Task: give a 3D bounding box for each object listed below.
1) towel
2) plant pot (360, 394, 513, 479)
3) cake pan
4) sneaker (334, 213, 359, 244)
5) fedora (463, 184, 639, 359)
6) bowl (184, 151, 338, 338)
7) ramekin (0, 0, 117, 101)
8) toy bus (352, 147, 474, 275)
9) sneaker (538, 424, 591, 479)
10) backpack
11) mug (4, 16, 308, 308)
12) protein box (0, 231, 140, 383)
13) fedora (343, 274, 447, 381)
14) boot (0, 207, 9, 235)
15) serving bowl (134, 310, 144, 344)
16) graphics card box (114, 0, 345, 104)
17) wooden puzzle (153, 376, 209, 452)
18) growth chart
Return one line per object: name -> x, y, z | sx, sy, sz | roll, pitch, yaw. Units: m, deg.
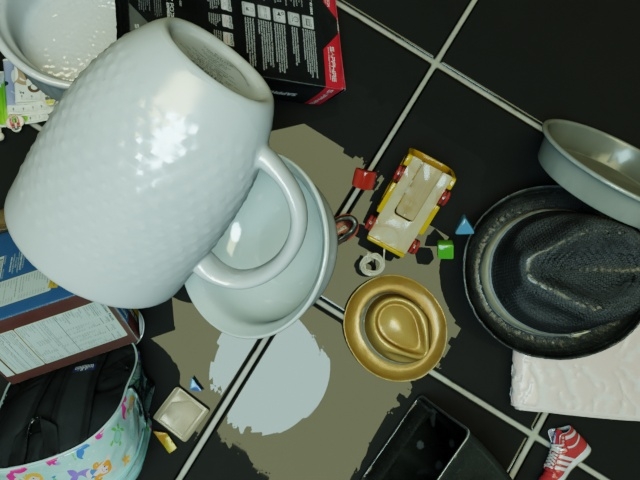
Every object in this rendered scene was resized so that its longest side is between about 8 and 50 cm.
towel -> 0.504, 0.147, 0.991 | 0.316, 0.053, 0.332 | 7, 83, -3
plant pot -> 0.203, 0.397, 0.894 | 0.167, 0.188, 0.187 | 39, 83, -12
cake pan -> 0.496, -0.109, 0.930 | 0.293, 0.293, 0.054 | 22, 123, -1
sneaker -> 0.000, 0.000, 0.972 | 0.158, 0.065, 0.061 | -38, 87, -6
fedora -> 0.411, 0.046, 0.894 | 0.333, 0.152, 0.334 | 0, 83, -3
bowl -> -0.081, 0.008, 0.905 | 0.297, 0.134, 0.298 | -3, 85, 32
ramekin -> -0.397, -0.360, 0.933 | 0.277, 0.135, 0.277 | 3, 80, -15
toy bus -> 0.150, -0.059, 0.967 | 0.202, 0.104, 0.191 | -14, 106, 15
sneaker -> 0.411, 0.375, 0.967 | 0.118, 0.042, 0.067 | -37, 91, -14
backpack -> -0.371, 0.289, 0.830 | 0.225, 0.253, 0.191 | -14, 108, -5
mug -> -0.188, -0.084, 0.761 | 0.374, 0.276, 0.328 | 40, 114, -6
protein box -> -0.408, 0.076, 0.861 | 0.201, 0.136, 0.200 | -18, 45, -5
fedora -> 0.136, 0.153, 0.957 | 0.194, 0.079, 0.195 | 0, 85, -3
boot -> -0.499, -0.034, 0.950 | 0.305, 0.112, 0.115 | -24, 56, -1
serving bowl -> -0.344, 0.149, 0.957 | 0.083, 0.027, 0.084 | 0, 84, -2
graphics card box -> -0.142, -0.363, 0.913 | 0.370, 0.094, 0.233 | -2, 84, -33
wooden puzzle -> -0.241, 0.300, 0.955 | 0.078, 0.014, 0.116 | 44, 84, -2
growth chart -> -0.489, -0.292, 1.000 | 0.237, 0.021, 0.172 | -18, 84, -5
